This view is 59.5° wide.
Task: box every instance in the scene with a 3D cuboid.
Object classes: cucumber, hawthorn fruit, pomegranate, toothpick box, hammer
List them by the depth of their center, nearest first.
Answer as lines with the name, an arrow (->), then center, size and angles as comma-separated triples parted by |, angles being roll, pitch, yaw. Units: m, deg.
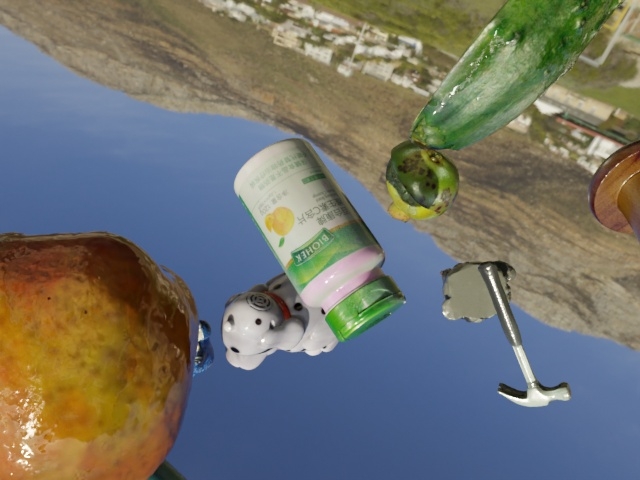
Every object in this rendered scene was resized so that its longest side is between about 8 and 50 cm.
cucumber -> 0.248, -0.228, 0.685 | 0.105, 0.325, 0.145 | 45, -176, 10
hammer -> 0.292, 0.146, 0.863 | 0.246, 0.103, 0.029 | 65, -150, -8
toothpick box -> 0.569, -0.043, 0.911 | 0.192, 0.192, 0.294 | 16, -145, -12
hawthorn fruit -> -0.434, 0.215, 0.931 | 0.472, 0.472, 0.472 | 17, -151, -10
pomegranate -> 0.181, -0.104, 0.994 | 0.122, 0.169, 0.143 | -32, -118, -12

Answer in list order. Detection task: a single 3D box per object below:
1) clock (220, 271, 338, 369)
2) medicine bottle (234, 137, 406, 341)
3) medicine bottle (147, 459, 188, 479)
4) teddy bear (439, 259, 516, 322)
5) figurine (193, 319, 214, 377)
clock -> -0.087, 0.151, 1.059 | 0.189, 0.189, 0.254 | 39, -151, 27
medicine bottle -> 0.000, 0.000, 0.776 | 0.133, 0.133, 0.274 | -16, -113, -49
medicine bottle -> -0.343, 0.500, 1.182 | 0.258, 0.124, 0.079 | 55, -154, -19
teddy bear -> 0.364, 0.113, 1.269 | 0.251, 0.171, 0.144 | -4, -104, -73
figurine -> -0.369, 0.320, 1.669 | 0.121, 0.262, 0.164 | -3, -117, -29
